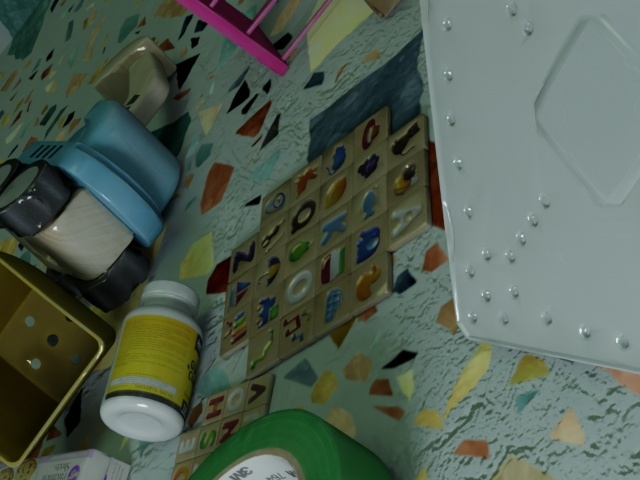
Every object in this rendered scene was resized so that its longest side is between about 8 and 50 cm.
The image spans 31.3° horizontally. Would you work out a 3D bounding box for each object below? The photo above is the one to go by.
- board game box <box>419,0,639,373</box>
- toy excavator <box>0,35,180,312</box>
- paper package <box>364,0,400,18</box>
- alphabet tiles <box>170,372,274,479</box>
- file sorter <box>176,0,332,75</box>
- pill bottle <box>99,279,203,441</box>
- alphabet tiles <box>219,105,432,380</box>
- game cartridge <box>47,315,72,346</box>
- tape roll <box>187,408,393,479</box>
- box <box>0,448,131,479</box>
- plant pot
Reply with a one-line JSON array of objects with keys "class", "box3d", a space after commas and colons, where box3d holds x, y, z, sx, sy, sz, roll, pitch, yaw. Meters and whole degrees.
[{"class": "board game box", "box3d": [0.222, -0.097, 0.844, 0.390, 0.050, 0.390, 6, 105, 57]}, {"class": "toy excavator", "box3d": [-0.324, -0.141, 1.793, 0.445, 0.222, 0.433, -51, 27, -17]}, {"class": "paper package", "box3d": [0.104, -0.508, 1.505, 0.325, 0.168, 0.309, -46, 30, 20]}, {"class": "alphabet tiles", "box3d": [-0.110, 0.264, 1.252, 0.198, 0.009, 0.237, -26, 43, 42]}, {"class": "file sorter", "box3d": [-0.134, -0.416, 1.638, 0.182, 0.290, 0.202, -51, 31, 12]}, {"class": "pill bottle", "box3d": [-0.201, 0.144, 1.402, 0.103, 0.103, 0.184, -27, 42, 41]}, {"class": "alphabet tiles", "box3d": [0.000, 0.000, 1.337, 0.342, 0.011, 0.285, -35, 37, 34]}, {"class": "game cartridge", "box3d": [-0.387, 0.142, 1.722, 0.083, 0.056, 0.017, -43, 25, 24]}, {"class": "tape roll", "box3d": [-0.065, 0.309, 1.022, 0.321, 0.077, 0.321, -41, 27, 26]}, {"class": "box", "box3d": [-0.366, 0.326, 1.513, 0.324, 0.063, 0.067, -17, 50, 48]}, {"class": "plant pot", "box3d": [-0.404, 0.150, 1.575, 0.212, 0.212, 0.187, -53, -6, 7]}]
